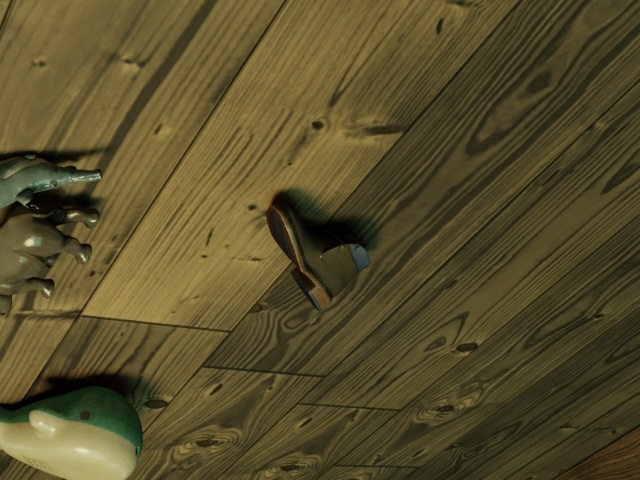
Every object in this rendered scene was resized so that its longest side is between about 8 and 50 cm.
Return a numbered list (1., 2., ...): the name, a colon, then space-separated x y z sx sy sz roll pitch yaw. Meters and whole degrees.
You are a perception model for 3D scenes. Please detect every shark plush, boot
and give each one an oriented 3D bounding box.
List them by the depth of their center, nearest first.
1. shark plush: -0.330 -0.056 1.045 0.161 0.067 0.073 -3 144 -18
2. boot: 0.000 0.000 1.273 0.106 0.082 0.219 -35 143 -10

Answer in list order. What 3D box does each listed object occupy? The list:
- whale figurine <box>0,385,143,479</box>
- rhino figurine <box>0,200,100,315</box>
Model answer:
1. whale figurine: -0.419 0.300 1.493 0.272 0.141 0.216 8 147 10
2. rhino figurine: -0.380 0.032 1.147 0.106 0.073 0.243 15 137 -43
